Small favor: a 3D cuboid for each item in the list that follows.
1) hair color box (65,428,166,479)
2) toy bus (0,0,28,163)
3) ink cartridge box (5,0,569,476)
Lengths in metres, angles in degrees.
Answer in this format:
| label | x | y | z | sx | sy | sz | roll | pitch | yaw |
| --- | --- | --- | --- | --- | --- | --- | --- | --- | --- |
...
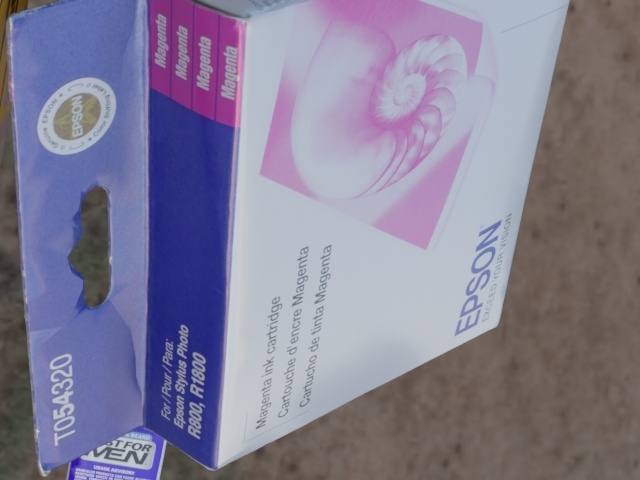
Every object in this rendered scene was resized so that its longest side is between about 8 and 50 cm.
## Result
| label | x | y | z | sx | sy | sz | roll | pitch | yaw |
| --- | --- | --- | --- | --- | --- | --- | --- | --- | --- |
| hair color box | -0.247 | 0.310 | 1.607 | 0.185 | 0.110 | 0.339 | -97 | -160 | -68 |
| toy bus | -0.216 | -0.100 | 0.713 | 0.130 | 0.108 | 0.333 | -83 | -170 | -55 |
| ink cartridge box | -0.008 | -0.021 | 0.788 | 0.330 | 0.071 | 0.324 | -25 | 140 | -31 |
